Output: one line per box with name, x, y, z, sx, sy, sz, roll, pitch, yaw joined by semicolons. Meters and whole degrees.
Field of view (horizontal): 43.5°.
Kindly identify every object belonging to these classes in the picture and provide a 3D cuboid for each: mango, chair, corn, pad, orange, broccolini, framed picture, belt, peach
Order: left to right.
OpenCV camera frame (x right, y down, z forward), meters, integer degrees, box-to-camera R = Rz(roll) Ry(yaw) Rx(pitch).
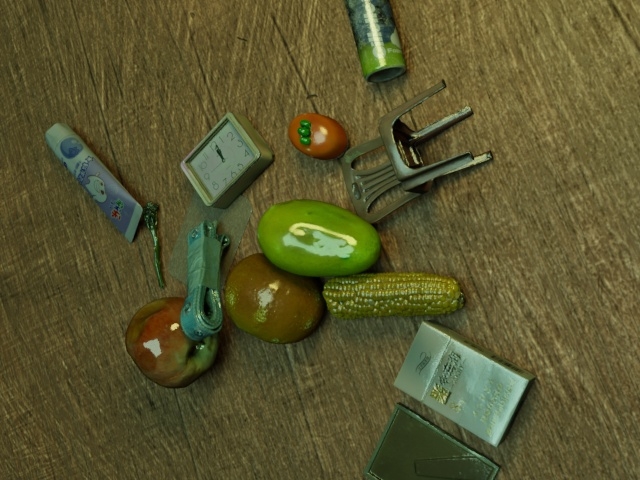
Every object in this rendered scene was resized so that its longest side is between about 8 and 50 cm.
broccolini;-0.409;0.009;2.006;0.044;0.042;0.218;-13;89;26
peach;-0.356;0.237;1.882;0.235;0.214;0.214;12;95;46
belt;-0.263;0.086;1.831;0.072;0.087;0.302;-33;44;37
pad;-0.271;-0.005;1.943;0.176;0.002;0.266;27;102;26
orange;-0.115;0.130;1.769;0.237;0.158;0.179;27;100;26
mango;-0.001;-0.004;1.701;0.273;0.185;0.149;8;115;12
corn;0.148;0.110;1.662;0.313;0.102;0.102;-6;86;26
chair;0.158;-0.163;1.614;0.326;0.183;0.175;-26;77;25
framed picture;0.226;0.477;1.663;0.250;0.016;0.184;28;102;25

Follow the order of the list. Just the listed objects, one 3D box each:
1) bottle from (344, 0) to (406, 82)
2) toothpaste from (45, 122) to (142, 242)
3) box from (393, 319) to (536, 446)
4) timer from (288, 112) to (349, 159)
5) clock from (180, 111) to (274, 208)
bottle;0.099;-0.505;1.698;0.093;0.093;0.330;-17;81;27
toothpaste;-0.578;-0.161;2.074;0.371;0.080;0.125;46;131;17
box;0.285;0.281;1.604;0.243;0.067;0.155;27;100;25
timer;-0.012;-0.226;1.740;0.136;0.136;0.099;14;102;28
clock;-0.221;-0.187;1.878;0.192;0.071;0.147;-42;70;20
